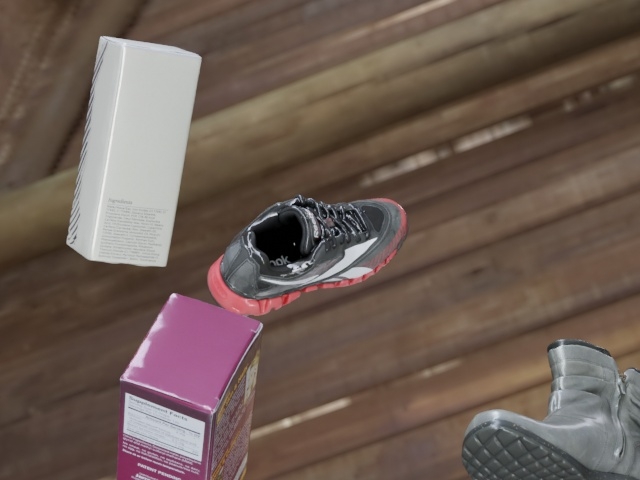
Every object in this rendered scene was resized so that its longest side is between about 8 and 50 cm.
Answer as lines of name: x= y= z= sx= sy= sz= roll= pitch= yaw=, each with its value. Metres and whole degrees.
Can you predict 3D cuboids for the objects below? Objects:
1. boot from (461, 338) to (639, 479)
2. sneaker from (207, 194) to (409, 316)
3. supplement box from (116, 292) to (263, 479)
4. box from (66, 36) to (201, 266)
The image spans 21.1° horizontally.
boot: x=0.211 y=0.156 z=1.513 sx=0.246 sy=0.083 sz=0.161 roll=27 pitch=46 yaw=-35
sneaker: x=0.000 y=0.000 z=2.050 sx=0.097 sy=0.276 sz=0.135 roll=58 pitch=-31 yaw=22
supplement box: x=-0.107 y=0.149 z=1.376 sx=0.104 sy=0.081 sz=0.188 roll=-61 pitch=165 yaw=-44
box: x=-0.236 y=-0.111 z=2.157 sx=0.094 sy=0.113 sz=0.275 roll=26 pitch=-73 yaw=61
